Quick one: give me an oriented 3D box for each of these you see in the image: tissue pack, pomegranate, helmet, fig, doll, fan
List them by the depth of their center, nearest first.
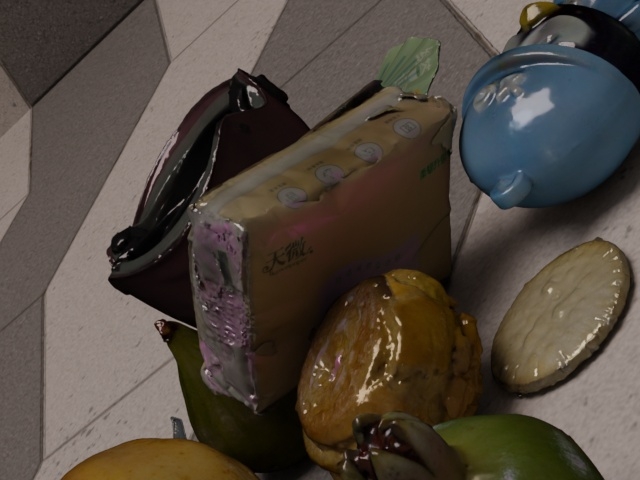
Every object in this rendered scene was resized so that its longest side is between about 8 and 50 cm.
[{"bbox_3d":[0.103,0.189,1.078,0.179,0.210,0.179,-7,66,17],"label":"pomegranate"},{"bbox_3d":[-0.134,0.268,1.396,0.233,0.233,0.233,-42,22,21],"label":"pomegranate"},{"bbox_3d":[0.000,0.000,1.473,0.257,0.215,0.123,-32,46,-32],"label":"tissue pack"},{"bbox_3d":[0.215,-0.140,1.485,0.177,0.141,0.314,-22,31,47],"label":"doll"},{"bbox_3d":[-0.088,0.147,1.561,0.126,0.185,0.133,-67,22,15],"label":"fig"},{"bbox_3d":[-0.086,-0.027,1.823,0.271,0.197,0.338,-54,11,12],"label":"helmet"},{"bbox_3d":[0.091,-0.180,1.987,0.131,0.009,0.240,-36,24,27],"label":"fan"}]

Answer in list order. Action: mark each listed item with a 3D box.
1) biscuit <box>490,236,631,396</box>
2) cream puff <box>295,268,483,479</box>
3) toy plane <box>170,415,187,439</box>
[{"bbox_3d":[0.190,0.060,1.359,0.152,0.020,0.152,-41,22,21],"label":"biscuit"},{"bbox_3d":[0.062,0.117,1.375,0.189,0.129,0.189,-50,23,31],"label":"cream puff"},{"bbox_3d":[-0.134,0.268,1.588,0.226,0.058,0.226,-28,49,56],"label":"toy plane"}]
